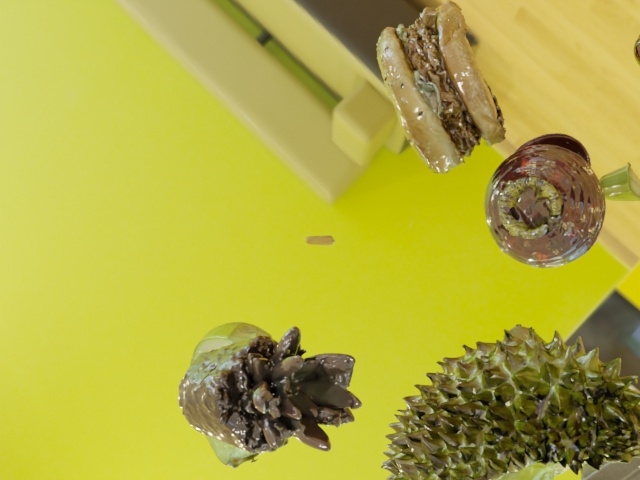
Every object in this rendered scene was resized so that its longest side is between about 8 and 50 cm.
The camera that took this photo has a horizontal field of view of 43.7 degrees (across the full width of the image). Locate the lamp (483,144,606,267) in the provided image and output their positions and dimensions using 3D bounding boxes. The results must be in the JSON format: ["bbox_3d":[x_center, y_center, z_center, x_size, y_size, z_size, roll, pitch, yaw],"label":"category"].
[{"bbox_3d":[0.433,-0.066,1.553,0.247,0.247,0.247,44,173,7],"label":"lamp"}]

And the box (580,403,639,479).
[{"bbox_3d":[0.490,0.300,1.098,0.155,0.231,0.149,49,-169,8],"label":"box"}]

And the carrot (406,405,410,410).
[{"bbox_3d":[0.258,0.415,1.985,0.032,0.093,0.032,168,90,-88],"label":"carrot"}]

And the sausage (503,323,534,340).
[{"bbox_3d":[0.488,0.294,1.929,0.083,0.083,0.264,40,165,33],"label":"sausage"}]

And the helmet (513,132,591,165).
[{"bbox_3d":[0.525,-0.155,1.833,0.106,0.175,0.155,52,-148,-69],"label":"helmet"}]

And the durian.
[{"bbox_3d":[0.172,0.216,0.816,0.169,0.352,0.158,26,-141,-18],"label":"durian"}]

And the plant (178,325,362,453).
[{"bbox_3d":[-0.087,0.264,1.341,0.320,0.182,0.194,-9,123,47],"label":"plant"}]

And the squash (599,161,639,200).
[{"bbox_3d":[0.658,-0.125,1.755,0.090,0.075,0.200,34,176,-11],"label":"squash"}]

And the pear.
[{"bbox_3d":[-0.179,0.327,1.856,0.176,0.287,0.282,-3,-142,-48],"label":"pear"}]

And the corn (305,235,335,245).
[{"bbox_3d":[0.000,0.000,2.196,0.083,0.027,0.028,0,157,5],"label":"corn"}]

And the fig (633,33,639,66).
[{"bbox_3d":[0.598,-0.305,1.312,0.154,0.103,0.109,44,144,14],"label":"fig"}]

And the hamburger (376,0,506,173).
[{"bbox_3d":[0.236,-0.319,1.597,0.277,0.195,0.318,54,-160,-36],"label":"hamburger"}]
